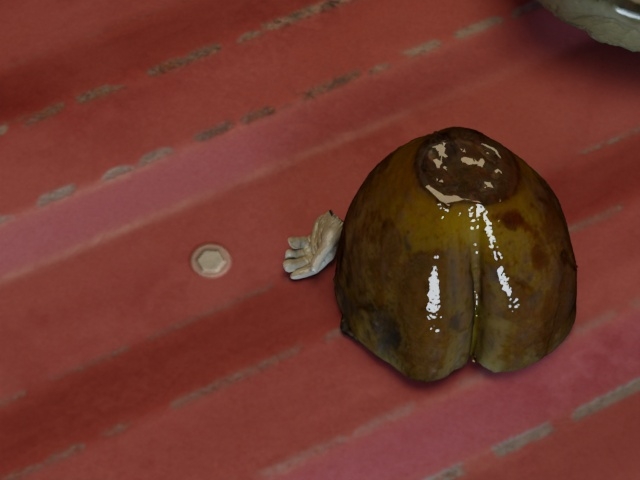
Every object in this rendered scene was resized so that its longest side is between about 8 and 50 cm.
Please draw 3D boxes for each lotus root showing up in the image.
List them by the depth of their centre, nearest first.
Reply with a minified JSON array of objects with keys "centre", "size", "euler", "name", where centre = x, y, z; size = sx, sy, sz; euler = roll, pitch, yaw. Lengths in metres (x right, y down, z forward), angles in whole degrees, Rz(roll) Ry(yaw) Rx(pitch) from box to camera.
[{"centre":[0.121,0.002,1.368],"size":[0.199,0.180,0.188],"euler":[38,60,21],"name":"lotus root"}]

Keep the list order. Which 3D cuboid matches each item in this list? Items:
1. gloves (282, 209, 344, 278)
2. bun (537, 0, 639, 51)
[{"centre":[0.001,0.002,1.443],"size":[0.081,0.037,0.044],"euler":[-37,28,-6],"name":"gloves"},{"centre":[0.286,-0.281,1.562],"size":[0.243,0.153,0.244],"euler":[2,73,-7],"name":"bun"}]
